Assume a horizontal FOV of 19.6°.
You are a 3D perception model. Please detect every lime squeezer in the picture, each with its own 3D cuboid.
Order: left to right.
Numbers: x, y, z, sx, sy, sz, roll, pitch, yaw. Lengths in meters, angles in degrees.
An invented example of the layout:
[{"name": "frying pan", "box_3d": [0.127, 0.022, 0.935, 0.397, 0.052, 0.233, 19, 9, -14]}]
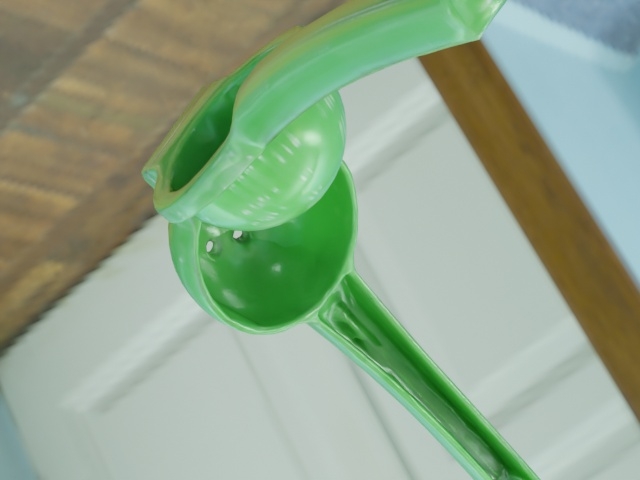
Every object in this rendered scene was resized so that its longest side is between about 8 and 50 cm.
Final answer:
[{"name": "lime squeezer", "box_3d": [0.000, 0.000, 0.457, 0.059, 0.110, 0.310, -38, 157, -10]}]
